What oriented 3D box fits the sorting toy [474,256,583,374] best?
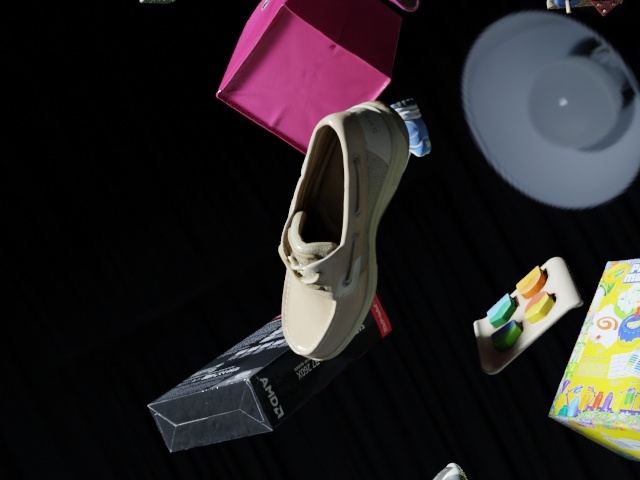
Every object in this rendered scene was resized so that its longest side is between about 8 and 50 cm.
[{"bbox_3d":[0.358,0.126,1.702,0.208,0.038,0.193,-41,14,19],"label":"sorting toy"}]

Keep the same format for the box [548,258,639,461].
[{"bbox_3d":[0.531,0.180,1.423,0.279,0.177,0.290,-65,16,-13],"label":"box"}]

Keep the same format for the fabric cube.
[{"bbox_3d":[-0.018,-0.367,1.910,0.254,0.259,0.258,-45,20,37],"label":"fabric cube"}]

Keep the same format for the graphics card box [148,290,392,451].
[{"bbox_3d":[-0.071,0.202,1.555,0.232,0.094,0.371,-19,6,37],"label":"graphics card box"}]

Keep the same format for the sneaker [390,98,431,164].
[{"bbox_3d":[0.067,-0.113,1.356,0.080,0.081,0.211,-24,-8,-48],"label":"sneaker"}]

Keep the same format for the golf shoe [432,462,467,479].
[{"bbox_3d":[0.161,0.404,1.360,0.198,0.077,0.094,-62,4,21],"label":"golf shoe"}]

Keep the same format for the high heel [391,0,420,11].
[{"bbox_3d":[0.058,-0.500,1.399,0.127,0.181,0.377,-31,-34,16],"label":"high heel"}]

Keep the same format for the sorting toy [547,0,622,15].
[{"bbox_3d":[0.478,-0.437,1.675,0.274,0.046,0.132,-3,-21,7],"label":"sorting toy"}]

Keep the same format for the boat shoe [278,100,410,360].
[{"bbox_3d":[0.000,0.000,1.122,0.110,0.121,0.341,-17,-50,-45],"label":"boat shoe"}]
